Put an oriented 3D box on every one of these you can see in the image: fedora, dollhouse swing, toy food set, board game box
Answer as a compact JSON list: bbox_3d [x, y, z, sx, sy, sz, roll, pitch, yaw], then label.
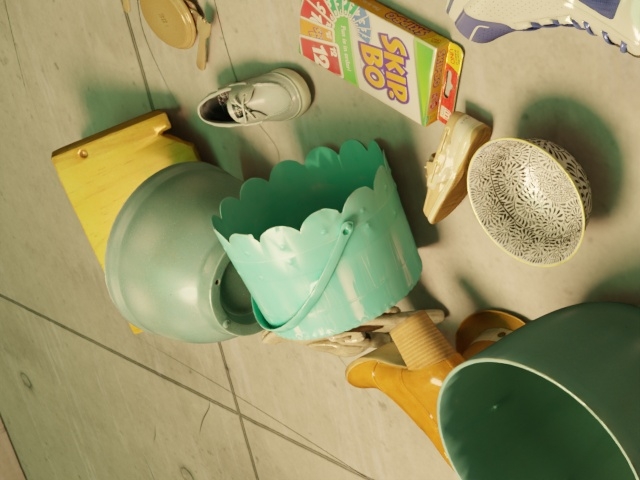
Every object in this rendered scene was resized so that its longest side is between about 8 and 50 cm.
[{"bbox_3d":[0.250,0.191,1.574,0.194,0.079,0.194,31,138,32],"label":"fedora"},{"bbox_3d":[-0.302,-0.059,2.079,0.315,0.305,0.347,-20,104,13],"label":"dollhouse swing"},{"bbox_3d":[-0.235,-0.363,1.777,0.192,0.038,0.132,40,150,15],"label":"toy food set"},{"bbox_3d":[0.074,-0.250,1.481,0.259,0.039,0.124,33,140,28],"label":"board game box"}]

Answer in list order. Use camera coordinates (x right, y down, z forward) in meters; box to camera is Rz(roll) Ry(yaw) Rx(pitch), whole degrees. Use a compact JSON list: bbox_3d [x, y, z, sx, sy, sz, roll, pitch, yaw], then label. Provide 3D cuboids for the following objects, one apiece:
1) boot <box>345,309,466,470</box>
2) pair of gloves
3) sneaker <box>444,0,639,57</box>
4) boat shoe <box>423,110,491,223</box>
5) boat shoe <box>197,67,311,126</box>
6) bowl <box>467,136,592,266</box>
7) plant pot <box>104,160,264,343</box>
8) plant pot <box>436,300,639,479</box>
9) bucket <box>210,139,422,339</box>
[{"bbox_3d":[0.142,0.238,1.612,0.211,0.104,0.295,61,156,13],"label":"boot"},{"bbox_3d":[0.044,0.140,1.693,0.240,0.204,0.042,-27,61,55],"label":"pair of gloves"},{"bbox_3d":[0.274,-0.251,1.145,0.182,0.127,0.315,59,144,1],"label":"sneaker"},{"bbox_3d":[0.168,-0.097,1.466,0.059,0.063,0.170,43,134,24],"label":"boat shoe"},{"bbox_3d":[-0.105,-0.204,1.695,0.227,0.081,0.079,0,117,52],"label":"boat shoe"},{"bbox_3d":[0.266,-0.061,1.349,0.170,0.080,0.170,31,139,32],"label":"bowl"},{"bbox_3d":[-0.161,0.040,1.766,0.196,0.293,0.293,22,133,43],"label":"plant pot"},{"bbox_3d":[0.326,0.209,1.355,0.293,0.235,0.293,30,137,33],"label":"plant pot"},{"bbox_3d":[0.000,0.000,1.574,0.281,0.281,0.183,2,123,51],"label":"bucket"}]
